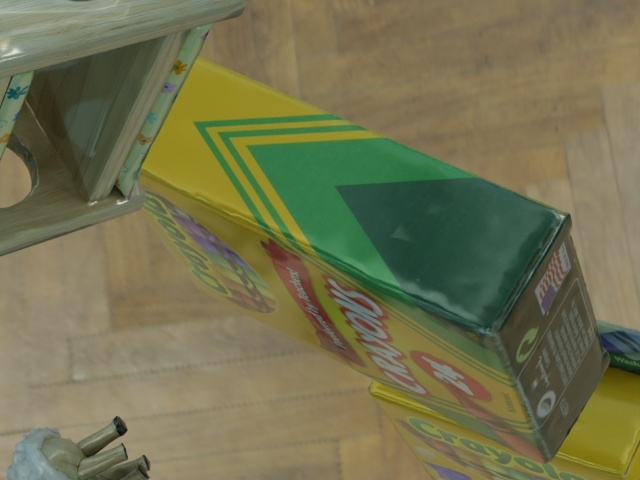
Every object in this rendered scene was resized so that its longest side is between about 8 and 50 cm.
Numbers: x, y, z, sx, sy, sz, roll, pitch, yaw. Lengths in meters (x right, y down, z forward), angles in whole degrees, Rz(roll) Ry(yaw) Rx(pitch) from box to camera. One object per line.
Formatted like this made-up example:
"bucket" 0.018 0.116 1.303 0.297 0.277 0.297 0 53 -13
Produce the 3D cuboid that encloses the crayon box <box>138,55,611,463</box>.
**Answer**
"crayon box" 0.000 0.000 0.910 0.318 0.202 0.081 25 74 27

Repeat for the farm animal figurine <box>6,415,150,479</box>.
"farm animal figurine" -0.133 0.339 1.179 0.172 0.327 0.330 -28 50 3

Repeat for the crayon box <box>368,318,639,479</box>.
"crayon box" 0.168 0.154 1.143 0.203 0.323 0.083 15 64 33

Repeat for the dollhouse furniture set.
"dollhouse furniture set" -0.125 -0.073 0.508 0.101 0.182 0.161 -21 69 -35
